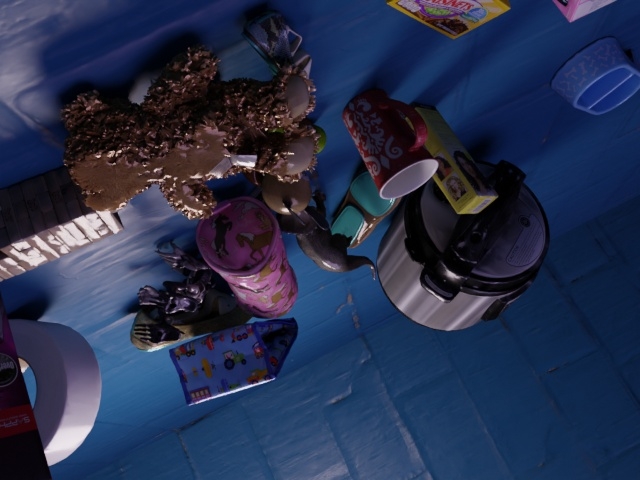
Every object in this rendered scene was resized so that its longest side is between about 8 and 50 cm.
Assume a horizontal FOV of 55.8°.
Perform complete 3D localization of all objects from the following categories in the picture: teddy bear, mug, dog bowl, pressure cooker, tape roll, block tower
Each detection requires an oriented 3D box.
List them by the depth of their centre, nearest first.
[{"bbox_3d":[-0.162,-0.142,0.811,0.337,0.113,0.245,-22,140,5],"label":"teddy bear"},{"bbox_3d":[-0.450,-0.008,0.863,0.335,0.091,0.097,-24,160,-9],"label":"block tower"},{"bbox_3d":[0.128,-0.183,1.054,0.113,0.169,0.150,-1,147,-50],"label":"mug"},{"bbox_3d":[-0.573,0.296,1.170,0.286,0.286,0.100,-31,160,11],"label":"tape roll"},{"bbox_3d":[0.655,-0.372,1.407,0.297,0.074,0.166,-2,148,-48],"label":"dog bowl"},{"bbox_3d":[0.355,0.006,1.523,0.375,0.370,0.420,-3,152,-15],"label":"pressure cooker"}]

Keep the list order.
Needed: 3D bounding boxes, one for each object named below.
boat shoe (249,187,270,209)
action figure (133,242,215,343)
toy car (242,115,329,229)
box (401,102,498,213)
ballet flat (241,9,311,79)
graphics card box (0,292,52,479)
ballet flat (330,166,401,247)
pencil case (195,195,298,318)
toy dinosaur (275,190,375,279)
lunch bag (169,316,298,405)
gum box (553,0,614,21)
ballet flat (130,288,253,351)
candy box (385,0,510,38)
[{"bbox_3d":[-0.107,-0.083,1.185,0.049,0.040,0.142,-12,155,-37],"label":"boat shoe"},{"bbox_3d":[-0.292,0.088,1.230,0.276,0.140,0.164,-83,-164,-70],"label":"action figure"},{"bbox_3d":[-0.046,-0.103,0.996,0.149,0.188,0.155,-36,159,24],"label":"toy car"},{"bbox_3d":[0.241,-0.160,1.164,0.087,0.232,0.058,-5,148,-48],"label":"box"},{"bbox_3d":[-0.044,-0.250,0.834,0.070,0.070,0.188,-30,163,6],"label":"ballet flat"},{"bbox_3d":[-0.564,0.227,0.881,0.232,0.371,0.094,-3,149,-47],"label":"graphics card box"},{"bbox_3d":[0.123,-0.094,1.380,0.124,0.116,0.342,-40,169,-31],"label":"ballet flat"},{"bbox_3d":[-0.138,0.047,1.249,0.386,0.167,0.160,81,27,-71],"label":"pencil case"},{"bbox_3d":[0.000,0.000,1.285,0.121,0.314,0.160,-25,-156,22],"label":"toy dinosaur"},{"bbox_3d":[-0.184,0.260,1.449,0.220,0.138,0.293,-19,180,13],"label":"lunch bag"},{"bbox_3d":[0.437,-0.430,0.937,0.188,0.107,0.062,-26,160,-3],"label":"gum box"},{"bbox_3d":[-0.302,0.179,1.499,0.348,0.123,0.123,-12,155,-42],"label":"ballet flat"},{"bbox_3d":[0.191,-0.353,0.887,0.105,0.027,0.205,-22,168,37],"label":"candy box"}]
